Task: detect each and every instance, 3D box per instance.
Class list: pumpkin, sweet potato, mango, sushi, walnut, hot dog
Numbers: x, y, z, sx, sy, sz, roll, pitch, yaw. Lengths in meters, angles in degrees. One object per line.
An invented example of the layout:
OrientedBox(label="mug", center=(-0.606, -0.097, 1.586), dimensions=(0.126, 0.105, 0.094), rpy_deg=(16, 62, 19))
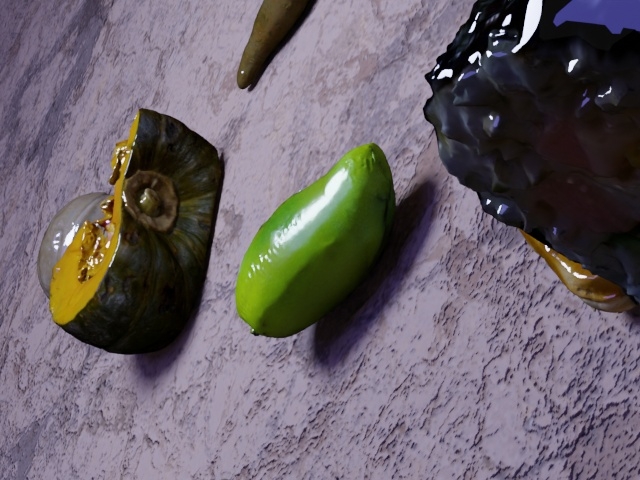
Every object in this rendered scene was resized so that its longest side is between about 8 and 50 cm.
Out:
OrientedBox(label="pumpkin", center=(-0.232, 0.004, 2.027), dimensions=(0.190, 0.139, 0.280), rpy_deg=(-31, 42, 51))
OrientedBox(label="sweet potato", center=(-0.049, -0.286, 1.983), dimensions=(0.069, 0.059, 0.249), rpy_deg=(-79, 16, -69))
OrientedBox(label="mango", center=(0.000, 0.000, 1.605), dimensions=(0.233, 0.111, 0.125), rpy_deg=(-56, 33, 23))
OrientedBox(label="sushi", center=(0.260, -0.118, 0.980), dimensions=(0.285, 0.328, 0.329), rpy_deg=(-63, 8, -20))
OrientedBox(label="walnut", center=(-0.301, 0.018, 2.152), dimensions=(0.140, 0.140, 0.162), rpy_deg=(-10, 54, 61))
OrientedBox(label="hot dog", center=(0.202, -0.035, 1.281), dimensions=(0.109, 0.072, 0.269), rpy_deg=(-58, 29, 17))
